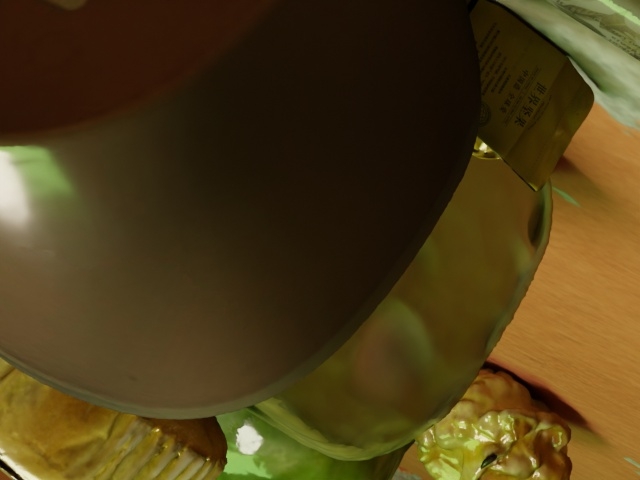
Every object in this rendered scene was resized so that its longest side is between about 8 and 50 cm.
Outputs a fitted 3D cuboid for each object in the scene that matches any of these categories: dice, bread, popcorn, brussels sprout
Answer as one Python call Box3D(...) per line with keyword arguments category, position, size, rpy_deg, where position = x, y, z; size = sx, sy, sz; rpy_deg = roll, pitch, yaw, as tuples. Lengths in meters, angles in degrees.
Box3D(category="dice", position=(-0.020, -0.018, 0.945), size=(0.238, 0.233, 0.227), rpy_deg=(40, 168, -30))
Box3D(category="bread", position=(-0.148, 0.098, 0.927), size=(0.190, 0.114, 0.132), rpy_deg=(44, 180, -6))
Box3D(category="popcorn", position=(0.193, 0.219, 1.648), size=(0.180, 0.180, 0.170), rpy_deg=(35, -153, -13))
Box3D(category="brussels sprout", position=(-0.025, 0.170, 1.697), size=(0.289, 0.281, 0.355), rpy_deg=(-2, 170, 42))

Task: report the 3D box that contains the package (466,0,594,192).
Box3D(category="package", position=(0.076, -0.088, 0.791), size=(0.131, 0.071, 0.047), rpy_deg=(32, 166, 15))

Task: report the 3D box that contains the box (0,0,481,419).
Box3D(category="box", position=(-0.085, -0.093, 0.669), size=(0.301, 0.301, 0.216), rpy_deg=(28, 164, 22))

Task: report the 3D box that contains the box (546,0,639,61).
Box3D(category="box", position=(0.125, -0.109, 0.584), size=(0.098, 0.062, 0.045), rpy_deg=(31, 174, -2))
